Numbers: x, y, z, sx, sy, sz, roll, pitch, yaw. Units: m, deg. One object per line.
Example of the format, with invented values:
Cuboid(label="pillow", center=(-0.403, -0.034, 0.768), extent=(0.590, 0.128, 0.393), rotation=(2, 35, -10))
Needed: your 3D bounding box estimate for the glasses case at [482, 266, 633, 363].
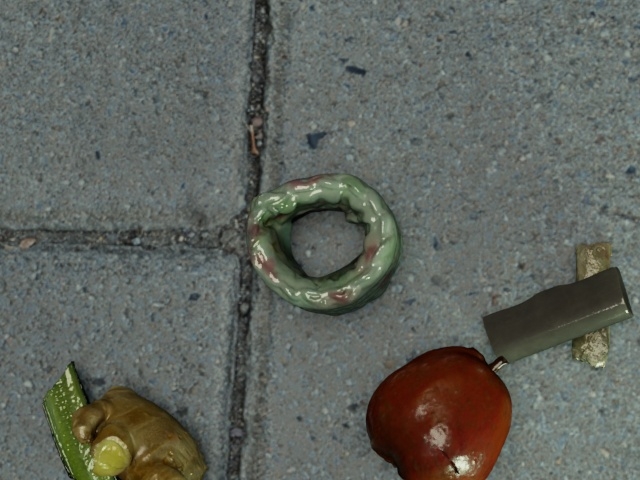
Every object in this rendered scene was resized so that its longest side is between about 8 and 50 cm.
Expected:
Cuboid(label="glasses case", center=(0.311, 0.099, 1.683), extent=(0.190, 0.042, 0.072), rotation=(-23, 62, 18))

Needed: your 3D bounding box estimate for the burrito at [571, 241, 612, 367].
Cuboid(label="burrito", center=(0.362, 0.084, 1.706), extent=(0.051, 0.042, 0.171), rotation=(1, 80, 17))

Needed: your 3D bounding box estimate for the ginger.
Cuboid(label="ginger", center=(-0.223, 0.281, 1.686), extent=(0.216, 0.157, 0.102), rotation=(43, 104, 3))

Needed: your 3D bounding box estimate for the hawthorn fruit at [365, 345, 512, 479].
Cuboid(label="hawthorn fruit", center=(0.167, 0.224, 1.640), extent=(0.185, 0.185, 0.202), rotation=(44, 85, 10))

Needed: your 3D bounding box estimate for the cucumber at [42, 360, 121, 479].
Cuboid(label="cucumber", center=(-0.323, 0.279, 1.750), extent=(0.070, 0.046, 0.220), rotation=(-25, 79, 4))

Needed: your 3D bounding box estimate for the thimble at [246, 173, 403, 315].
Cuboid(label="thimble", center=(0.000, 0.000, 1.703), extent=(0.211, 0.149, 0.185), rotation=(25, 88, 9))
